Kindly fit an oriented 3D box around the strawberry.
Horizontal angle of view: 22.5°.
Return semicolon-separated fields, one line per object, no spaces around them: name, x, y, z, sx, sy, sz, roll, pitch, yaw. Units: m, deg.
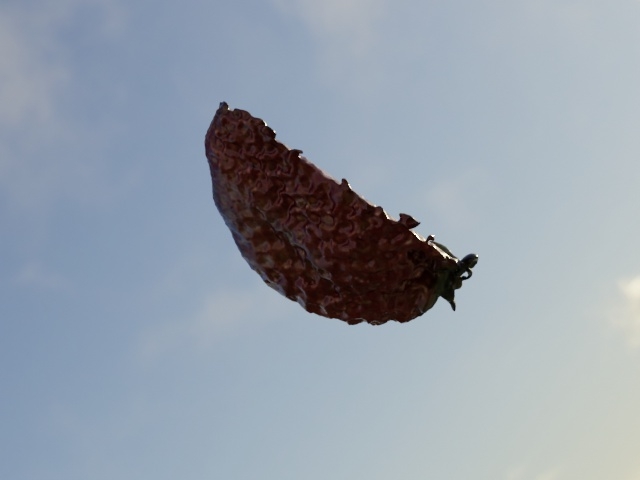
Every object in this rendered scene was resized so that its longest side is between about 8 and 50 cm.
strawberry;0.000;0.001;1.279;0.107;0.236;0.175;-59;-9;-4
